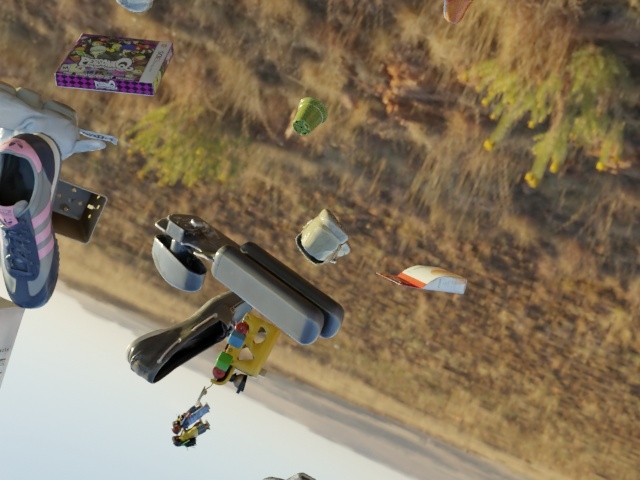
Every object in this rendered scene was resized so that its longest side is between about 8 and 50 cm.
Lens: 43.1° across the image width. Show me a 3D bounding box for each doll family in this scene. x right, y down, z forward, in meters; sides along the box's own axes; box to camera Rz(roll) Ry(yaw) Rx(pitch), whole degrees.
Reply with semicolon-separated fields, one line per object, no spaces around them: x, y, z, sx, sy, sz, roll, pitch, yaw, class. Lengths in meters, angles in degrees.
-0.342;0.481;2.086;0.076;0.111;0.193;41;145;33;doll family

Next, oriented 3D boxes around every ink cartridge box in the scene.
0.248;0.087;2.000;0.179;0.045;0.145;11;-174;-21;ink cartridge box

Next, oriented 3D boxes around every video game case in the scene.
-0.487;-0.423;1.936;0.232;0.210;0.042;6;130;2;video game case

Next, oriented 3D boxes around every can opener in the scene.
-0.100;0.052;0.983;0.283;0.095;0.076;34;-155;30;can opener

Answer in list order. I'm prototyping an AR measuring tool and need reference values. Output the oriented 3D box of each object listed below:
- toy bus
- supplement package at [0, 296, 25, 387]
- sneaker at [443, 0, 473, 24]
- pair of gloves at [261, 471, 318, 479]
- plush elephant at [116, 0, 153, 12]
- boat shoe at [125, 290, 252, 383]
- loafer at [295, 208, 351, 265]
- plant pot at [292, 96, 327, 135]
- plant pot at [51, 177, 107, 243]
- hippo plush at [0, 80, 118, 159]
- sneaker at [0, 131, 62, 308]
-0.160;0.255;1.715;0.104;0.202;0.191;27;-146;-1;toy bus
-0.775;0.248;1.681;0.177;0.293;0.175;19;-176;18;supplement package
0.249;-0.419;1.282;0.067;0.175;0.064;40;-144;21;sneaker
-0.008;0.502;1.468;0.240;0.042;0.204;39;141;-21;pair of gloves
-0.280;-0.603;1.449;0.272;0.255;0.330;-102;-9;-75;plush elephant
-0.267;0.215;1.794;0.095;0.335;0.112;43;142;30;boat shoe
0.000;0.000;1.640;0.102;0.092;0.268;53;176;9;loafer
-0.034;-0.313;2.091;0.083;0.079;0.083;17;139;15;plant pot
-0.514;-0.072;1.665;0.109;0.109;0.096;22;-170;-26;plant pot
-0.577;-0.158;1.594;0.294;0.237;0.234;25;-170;-6;hippo plush
-0.526;-0.026;1.404;0.112;0.319;0.131;4;-170;8;sneaker
